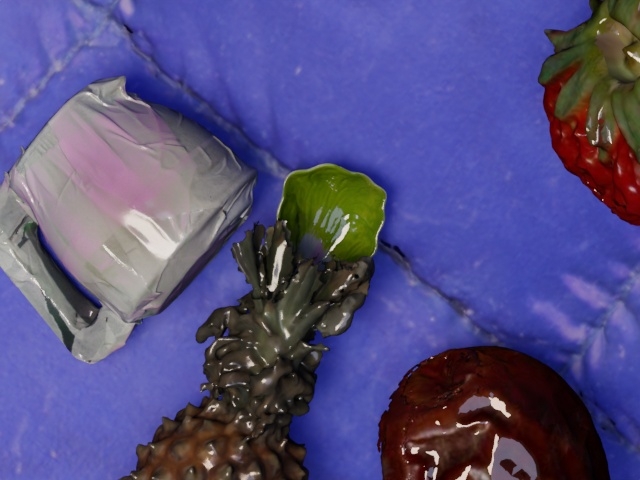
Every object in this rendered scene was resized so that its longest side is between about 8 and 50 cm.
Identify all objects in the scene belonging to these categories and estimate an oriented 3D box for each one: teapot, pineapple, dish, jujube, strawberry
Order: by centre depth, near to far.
[{"bbox_3d":[0.330,-0.119,1.404,0.277,0.257,0.257,6,100,-33],"label":"strawberry"},{"bbox_3d":[-0.168,-0.030,1.457,0.178,0.221,0.163,42,56,3],"label":"teapot"},{"bbox_3d":[-0.060,0.163,1.461,0.175,0.175,0.361,27,96,-5],"label":"pineapple"},{"bbox_3d":[0.149,0.204,1.475,0.183,0.183,0.243,-25,106,2],"label":"jujube"},{"bbox_3d":[0.000,0.000,1.502,0.091,0.039,0.137,13,102,-10],"label":"dish"}]
